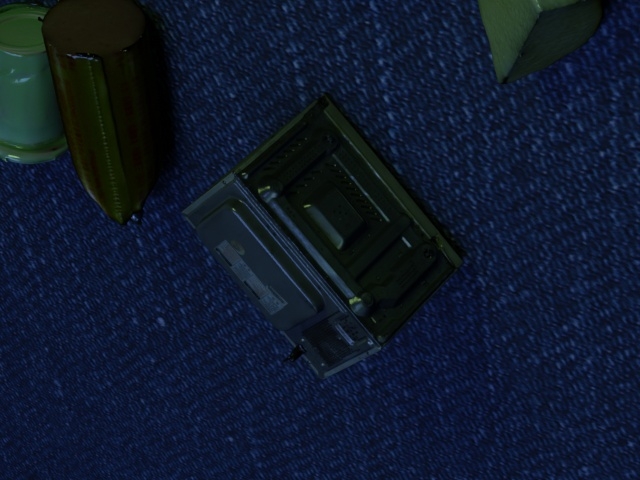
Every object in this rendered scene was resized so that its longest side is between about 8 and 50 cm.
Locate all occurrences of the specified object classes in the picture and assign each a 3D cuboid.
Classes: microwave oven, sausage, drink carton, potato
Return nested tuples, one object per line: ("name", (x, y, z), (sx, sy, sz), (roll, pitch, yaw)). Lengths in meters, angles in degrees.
("microwave oven", (0.000, 0.000, 1.792), (0.240, 0.194, 0.145), (50, 142, -5))
("sausage", (-0.238, -0.131, 1.945), (0.125, 0.117, 0.317), (-124, 20, -44))
("drink carton", (-0.347, -0.192, 1.977), (0.144, 0.146, 0.142), (27, 132, 20))
("potato", (0.191, -0.230, 1.510), (0.149, 0.081, 0.120), (110, 140, -68))
